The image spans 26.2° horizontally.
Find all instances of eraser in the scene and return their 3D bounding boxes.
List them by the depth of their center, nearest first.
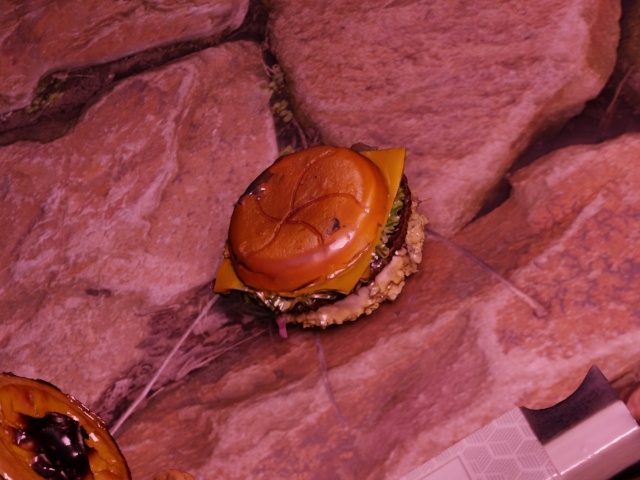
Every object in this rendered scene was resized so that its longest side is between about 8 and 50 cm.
[{"bbox_3d":[0.121,0.271,1.303,0.404,0.098,0.096,-32,45,6],"label":"eraser"}]

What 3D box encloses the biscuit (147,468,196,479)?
[{"bbox_3d":[-0.143,0.395,1.336,0.269,0.051,0.376,-48,36,30],"label":"biscuit"}]

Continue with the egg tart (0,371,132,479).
[{"bbox_3d":[-0.326,0.262,1.515,0.171,0.215,0.215,-46,41,17],"label":"egg tart"}]

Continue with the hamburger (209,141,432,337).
[{"bbox_3d":[0.000,0.000,1.573,0.261,0.139,0.243,7,57,35],"label":"hamburger"}]
